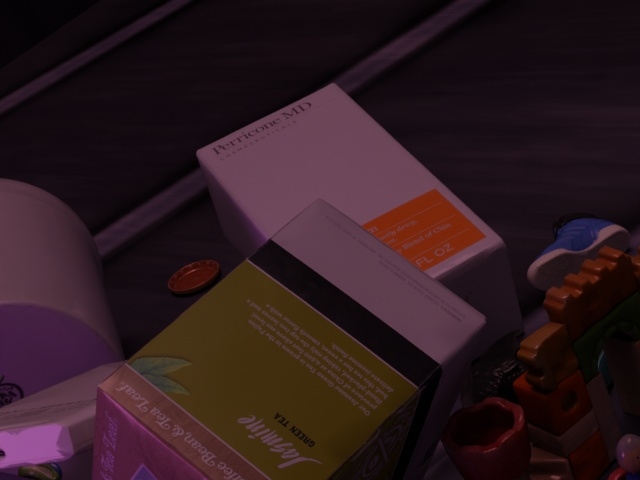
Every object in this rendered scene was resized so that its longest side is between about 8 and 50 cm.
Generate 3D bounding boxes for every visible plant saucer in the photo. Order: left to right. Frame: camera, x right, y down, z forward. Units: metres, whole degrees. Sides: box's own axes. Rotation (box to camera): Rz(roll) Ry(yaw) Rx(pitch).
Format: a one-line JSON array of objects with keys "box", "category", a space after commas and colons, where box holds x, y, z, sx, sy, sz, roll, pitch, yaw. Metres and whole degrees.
[{"box": [-0.191, 0.057, 2.333, 0.083, 0.013, 0.083, -18, 26, 9], "category": "plant saucer"}]

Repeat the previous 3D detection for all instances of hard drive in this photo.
[{"box": [-0.242, 0.173, 1.587, 0.203, 0.040, 0.307, -11, 4, 30], "category": "hard drive"}]

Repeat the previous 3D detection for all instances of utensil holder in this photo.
[{"box": [-0.425, 0.134, 2.012, 0.327, 0.328, 0.385, -25, 26, -5], "category": "utensil holder"}]

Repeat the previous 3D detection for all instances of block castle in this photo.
[{"box": [0.365, 0.135, 1.503, 0.453, 0.213, 0.303, -36, 28, -26], "category": "block castle"}]

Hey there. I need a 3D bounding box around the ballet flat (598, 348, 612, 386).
[{"box": [0.330, 0.111, 1.766, 0.052, 0.057, 0.168, -11, 26, 44], "category": "ballet flat"}]

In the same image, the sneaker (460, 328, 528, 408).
[{"box": [0.206, 0.166, 1.757, 0.089, 0.051, 0.170, -24, 22, 7], "category": "sneaker"}]

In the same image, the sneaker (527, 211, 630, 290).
[{"box": [0.312, 0.011, 1.964, 0.152, 0.058, 0.084, -27, 31, -19], "category": "sneaker"}]

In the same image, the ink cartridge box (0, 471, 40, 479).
[{"box": [-0.305, 0.320, 1.579, 0.128, 0.176, 0.127, 12, 71, -2], "category": "ink cartridge box"}]

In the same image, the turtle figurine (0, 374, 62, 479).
[{"box": [-0.362, 0.315, 1.721, 0.274, 0.198, 0.266, -33, 24, 46], "category": "turtle figurine"}]

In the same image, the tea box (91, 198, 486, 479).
[{"box": [-0.043, 0.199, 1.507, 0.220, 0.329, 0.323, 37, 55, 18], "category": "tea box"}]

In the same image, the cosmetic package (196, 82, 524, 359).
[{"box": [0.041, -0.004, 1.982, 0.230, 0.161, 0.453, -28, 40, -13], "category": "cosmetic package"}]
